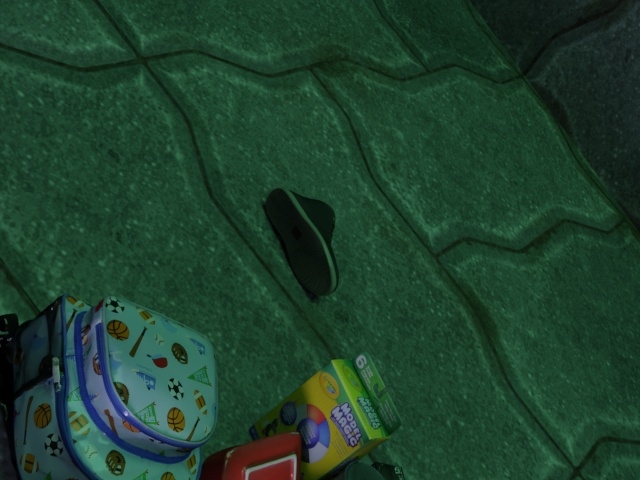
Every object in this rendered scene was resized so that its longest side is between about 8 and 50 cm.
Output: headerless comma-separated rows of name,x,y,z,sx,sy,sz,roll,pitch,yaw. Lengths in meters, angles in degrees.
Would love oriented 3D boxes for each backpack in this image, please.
backpack,-0.248,0.215,1.446,0.276,0.213,0.263,24,49,-37

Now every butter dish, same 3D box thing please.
butter dish,-0.110,0.330,1.562,0.160,0.118,0.160,-6,100,-53

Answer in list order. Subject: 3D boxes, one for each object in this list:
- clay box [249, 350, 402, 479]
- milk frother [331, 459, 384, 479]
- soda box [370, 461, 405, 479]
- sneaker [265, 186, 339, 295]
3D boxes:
clay box,0.005,0.261,1.662,0.053,0.222,0.127,2,52,-48
milk frother,0.053,0.388,1.661,0.143,0.135,0.129,-13,65,-54
soda box,0.105,0.418,1.766,0.060,0.053,0.169,19,41,-36
sneaker,0.000,0.000,2.077,0.118,0.083,0.222,6,49,-47
